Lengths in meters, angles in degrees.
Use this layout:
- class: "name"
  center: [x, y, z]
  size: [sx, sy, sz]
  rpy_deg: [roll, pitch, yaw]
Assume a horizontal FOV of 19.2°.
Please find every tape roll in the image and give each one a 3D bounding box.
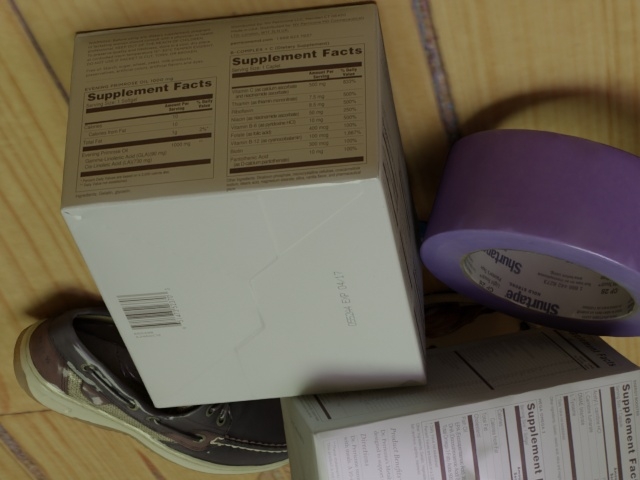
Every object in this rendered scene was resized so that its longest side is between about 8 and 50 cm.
- class: "tape roll"
  center: [0.171, -0.003, 1.345]
  size: [0.189, 0.080, 0.189]
  rpy_deg: [15, 162, 5]

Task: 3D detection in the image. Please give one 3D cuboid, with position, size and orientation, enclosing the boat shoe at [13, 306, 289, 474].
- class: "boat shoe"
  center: [-0.118, 0.126, 1.612]
  size: [0.285, 0.103, 0.092]
  rpy_deg: [23, 149, -27]

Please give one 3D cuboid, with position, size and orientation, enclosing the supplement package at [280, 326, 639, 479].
- class: "supplement package"
  center: [0.106, 0.158, 1.389]
  size: [0.244, 0.134, 0.139]
  rpy_deg: [-10, -165, -9]

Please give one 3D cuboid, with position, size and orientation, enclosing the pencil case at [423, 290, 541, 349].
- class: "pencil case"
  center: [0.092, 0.201, 1.675]
  size: [0.183, 0.160, 0.410]
  rpy_deg: [-39, 161, -21]

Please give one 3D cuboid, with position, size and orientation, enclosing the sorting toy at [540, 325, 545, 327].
- class: "sorting toy"
  center: [0.188, 0.064, 1.580]
  size: [0.075, 0.045, 0.083]
  rpy_deg: [27, 145, -9]

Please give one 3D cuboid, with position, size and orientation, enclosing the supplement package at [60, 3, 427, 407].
- class: "supplement package"
  center: [-0.043, -0.016, 1.287]
  size: [0.204, 0.145, 0.262]
  rpy_deg: [-5, 146, 7]

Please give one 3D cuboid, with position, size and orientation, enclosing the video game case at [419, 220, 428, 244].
- class: "video game case"
  center: [0.000, 0.000, 1.471]
  size: [0.166, 0.015, 0.119]
  rpy_deg: [17, 146, -30]
